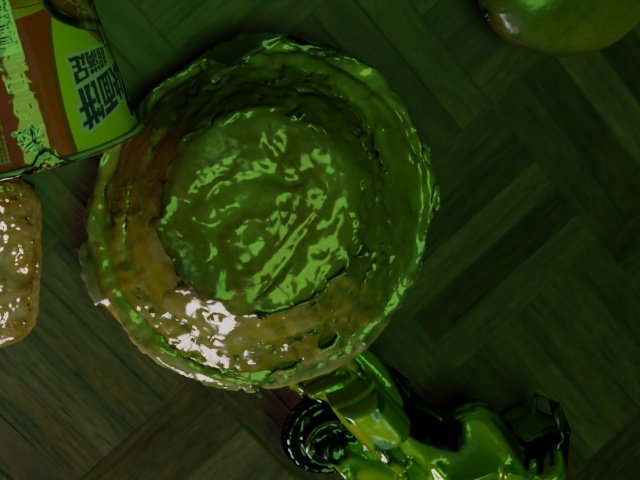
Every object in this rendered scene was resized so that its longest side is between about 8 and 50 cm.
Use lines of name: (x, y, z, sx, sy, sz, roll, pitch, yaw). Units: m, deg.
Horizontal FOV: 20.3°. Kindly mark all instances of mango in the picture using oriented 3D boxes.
mango: (0.243, -0.236, 1.727, 0.191, 0.085, 0.122, 4, 104, -19)

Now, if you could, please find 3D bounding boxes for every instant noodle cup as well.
instant noodle cup: (-0.269, -0.154, 1.529, 0.213, 0.213, 0.174, -16, 105, -13)

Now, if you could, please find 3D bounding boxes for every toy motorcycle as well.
toy motorcycle: (0.127, 0.209, 1.813, 0.342, 0.142, 0.206, 34, 94, -27)

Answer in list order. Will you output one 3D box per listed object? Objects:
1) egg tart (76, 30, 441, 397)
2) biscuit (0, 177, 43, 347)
egg tart: (-0.055, -0.026, 1.620, 0.341, 0.132, 0.341, 0, 89, 1)
biscuit: (-0.307, 0.028, 1.599, 0.118, 0.029, 0.247, -12, 145, -19)
